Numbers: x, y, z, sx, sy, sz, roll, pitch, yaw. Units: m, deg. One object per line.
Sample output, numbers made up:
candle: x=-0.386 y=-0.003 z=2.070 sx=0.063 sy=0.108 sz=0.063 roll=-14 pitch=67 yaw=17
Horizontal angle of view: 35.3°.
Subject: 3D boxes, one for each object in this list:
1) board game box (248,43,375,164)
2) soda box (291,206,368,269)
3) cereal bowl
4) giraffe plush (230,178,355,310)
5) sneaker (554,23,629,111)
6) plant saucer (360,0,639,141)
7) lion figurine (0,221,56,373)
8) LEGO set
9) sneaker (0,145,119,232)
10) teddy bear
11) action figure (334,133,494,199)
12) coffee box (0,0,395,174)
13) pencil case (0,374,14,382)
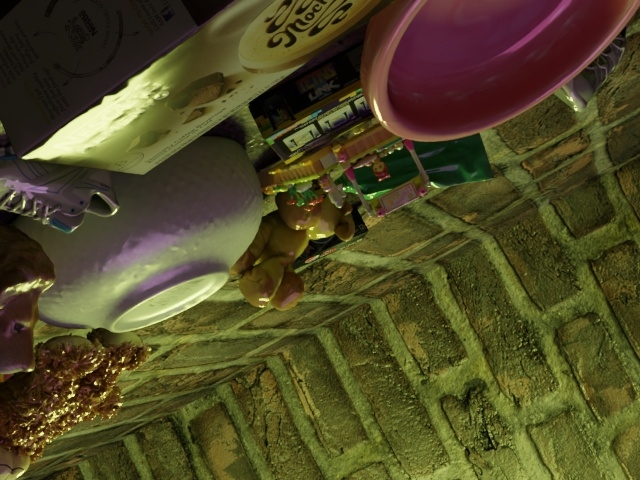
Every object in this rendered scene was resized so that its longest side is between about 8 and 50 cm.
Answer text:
board game box: x=0.012 y=-0.162 z=1.185 sx=0.170 sy=0.048 sz=0.141 roll=-27 pitch=170 yaw=3
soda box: x=0.000 y=0.000 z=1.846 sx=0.169 sy=0.053 sz=0.060 roll=-24 pitch=167 yaw=-18
cereal bowl: x=-0.214 y=0.017 z=1.234 sx=0.339 sy=0.141 sz=0.339 roll=-25 pitch=168 yaw=-6
giraffe plush: x=-0.041 y=-0.016 z=1.453 sx=0.170 sy=0.181 sz=0.210 roll=-39 pitch=174 yaw=18
sneaker: x=0.366 y=-0.265 z=1.403 sx=0.115 sy=0.105 sz=0.281 roll=-52 pitch=176 yaw=30
plant saucer: x=0.179 y=-0.237 z=0.998 sx=0.332 sy=0.084 sz=0.332 roll=-24 pitch=154 yaw=-13
lion figurine: x=-0.350 y=0.039 z=0.944 sx=0.240 sy=0.142 sz=0.392 roll=-37 pitch=-160 yaw=0
LEGO set: x=0.039 y=-0.080 z=1.281 sx=0.287 sy=0.107 sz=0.132 roll=-23 pitch=-168 yaw=25
sneaker: x=-0.271 y=-0.045 z=0.981 sx=0.190 sy=0.083 sz=0.071 roll=-12 pitch=163 yaw=-48
teddy bear: x=-0.367 y=0.221 z=1.330 sx=0.338 sy=0.113 sz=0.245 roll=-33 pitch=166 yaw=11
action figure: x=0.128 y=-0.120 z=1.510 sx=0.232 sy=0.137 sz=0.063 roll=-19 pitch=-179 yaw=3
coffee box: x=-0.086 y=-0.175 z=0.727 sx=0.297 sy=0.119 sz=0.168 roll=-31 pitch=169 yaw=18
pencil case: x=-0.518 y=0.240 z=1.560 sx=0.124 sy=0.124 sz=0.284 roll=-29 pitch=169 yaw=7
